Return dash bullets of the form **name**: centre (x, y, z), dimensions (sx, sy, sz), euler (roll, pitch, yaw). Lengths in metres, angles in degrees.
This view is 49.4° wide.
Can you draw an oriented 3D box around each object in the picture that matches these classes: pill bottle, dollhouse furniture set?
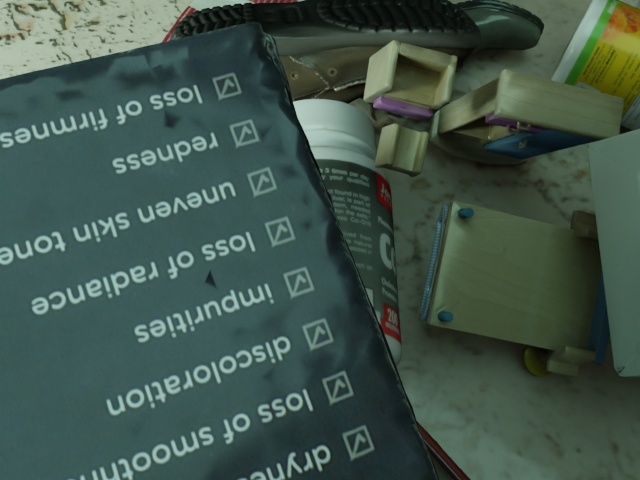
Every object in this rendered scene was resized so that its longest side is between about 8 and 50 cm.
- **pill bottle**: centre (0.000, 0.000, 0.755), dimensions (0.161, 0.161, 0.283), euler (1, 65, -3)
- **dollhouse furniture set**: centre (0.156, -0.019, 0.781), dimensions (0.286, 0.198, 0.303), euler (11, 86, -12)
- **pill bottle**: centre (0.432, -0.203, 0.889), dimensions (0.246, 0.136, 0.136), euler (27, 66, 9)

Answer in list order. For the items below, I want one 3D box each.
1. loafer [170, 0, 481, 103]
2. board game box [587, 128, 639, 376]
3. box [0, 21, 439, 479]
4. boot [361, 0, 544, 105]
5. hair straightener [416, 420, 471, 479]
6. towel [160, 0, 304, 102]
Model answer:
- **loafer**: centre (0.009, -0.224, 0.857), dimensions (0.366, 0.130, 0.133), euler (-3, 43, 2)
- **board game box**: centre (0.399, 0.029, 0.697), dimensions (0.303, 0.097, 0.224), euler (11, 71, -39)
- **box**: centre (-0.190, 0.189, 0.424), dimensions (0.480, 0.297, 0.471), euler (-17, 78, -16)
- **boot**: centre (0.170, -0.237, 0.936), dimensions (0.247, 0.083, 0.161), euler (7, 78, -2)
- **hair straightener**: centre (0.138, 0.288, 0.701), dimensions (0.089, 0.047, 0.230), euler (-44, 79, -3)
- **towel**: centre (-0.057, -0.301, 0.965), dimensions (0.237, 0.037, 0.329), euler (26, 68, 7)
